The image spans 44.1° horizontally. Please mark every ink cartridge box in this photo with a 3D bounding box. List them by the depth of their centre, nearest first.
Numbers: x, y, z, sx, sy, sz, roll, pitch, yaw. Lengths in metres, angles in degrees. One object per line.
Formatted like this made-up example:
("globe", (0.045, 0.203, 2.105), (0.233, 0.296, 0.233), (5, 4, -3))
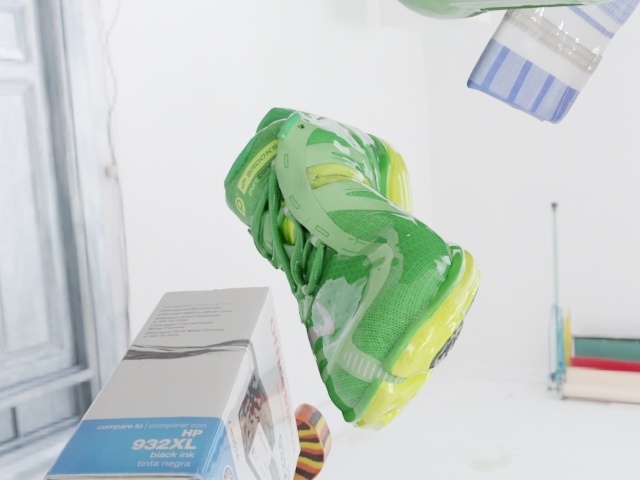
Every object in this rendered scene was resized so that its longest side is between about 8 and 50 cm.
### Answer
("ink cartridge box", (-0.114, 0.209, 0.747), (0.129, 0.223, 0.307), (-5, -158, 9))

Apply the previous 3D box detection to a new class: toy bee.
("toy bee", (-0.063, 0.407, 1.302), (0.298, 0.162, 0.195), (-46, -178, 43))

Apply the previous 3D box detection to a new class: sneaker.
("sneaker", (0.000, 0.000, 0.454), (0.124, 0.109, 0.295), (25, -162, -18))

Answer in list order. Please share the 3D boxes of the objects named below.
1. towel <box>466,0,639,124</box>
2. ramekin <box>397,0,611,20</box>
("towel", (0.300, -0.274, 0.908), (0.209, 0.285, 0.034), (10, -152, -48))
("ramekin", (0.158, -0.312, 0.568), (0.148, 0.303, 0.304), (17, -162, 40))
